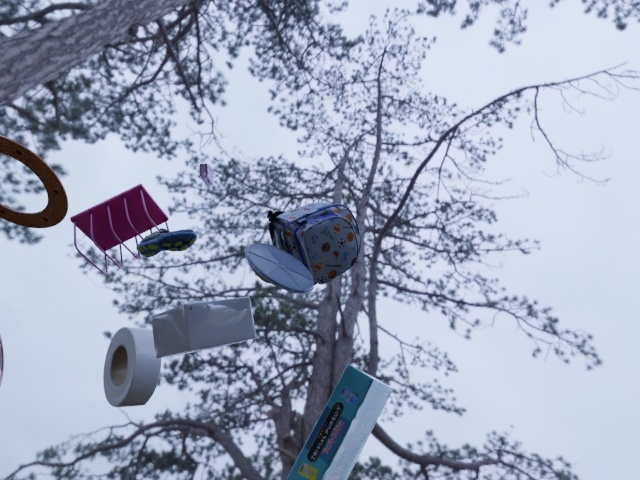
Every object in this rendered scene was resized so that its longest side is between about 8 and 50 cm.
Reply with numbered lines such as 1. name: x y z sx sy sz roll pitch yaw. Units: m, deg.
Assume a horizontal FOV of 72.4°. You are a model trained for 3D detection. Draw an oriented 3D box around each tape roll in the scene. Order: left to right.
1. tape roll: -0.702 0.467 1.625 0.286 0.286 0.100 -30 -31 35

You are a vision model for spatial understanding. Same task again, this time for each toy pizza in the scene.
1. toy pizza: -0.107 0.076 1.122 0.201 0.201 0.032 29 -71 -13

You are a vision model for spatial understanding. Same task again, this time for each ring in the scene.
1. ring: -0.903 -0.172 1.281 0.337 0.032 0.336 4 -48 5

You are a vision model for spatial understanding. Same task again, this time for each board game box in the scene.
1. board game box: 0.057 0.510 1.149 0.079 0.336 0.254 25 -13 29

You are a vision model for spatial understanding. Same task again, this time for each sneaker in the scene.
1. sneaker: -0.425 -0.007 1.209 0.188 0.078 0.067 -11 -45 22

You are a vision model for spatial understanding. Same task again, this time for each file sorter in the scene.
1. file sorter: -0.742 -0.032 1.651 0.291 0.182 0.202 -27 -40 -4

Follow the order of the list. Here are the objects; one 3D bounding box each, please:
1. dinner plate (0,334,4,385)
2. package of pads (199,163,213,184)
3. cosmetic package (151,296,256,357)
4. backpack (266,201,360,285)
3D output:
1. dinner plate: -0.673 0.242 0.892 0.017 0.141 0.141 -5 -39 -26
2. package of pads: -0.402 -0.233 1.540 0.032 0.050 0.083 -2 -15 0
3. cosmetic package: -0.359 0.267 1.343 0.224 0.138 0.225 0 -18 -45
4. backpack: 0.000 0.000 1.367 0.213 0.263 0.276 16 -52 46
